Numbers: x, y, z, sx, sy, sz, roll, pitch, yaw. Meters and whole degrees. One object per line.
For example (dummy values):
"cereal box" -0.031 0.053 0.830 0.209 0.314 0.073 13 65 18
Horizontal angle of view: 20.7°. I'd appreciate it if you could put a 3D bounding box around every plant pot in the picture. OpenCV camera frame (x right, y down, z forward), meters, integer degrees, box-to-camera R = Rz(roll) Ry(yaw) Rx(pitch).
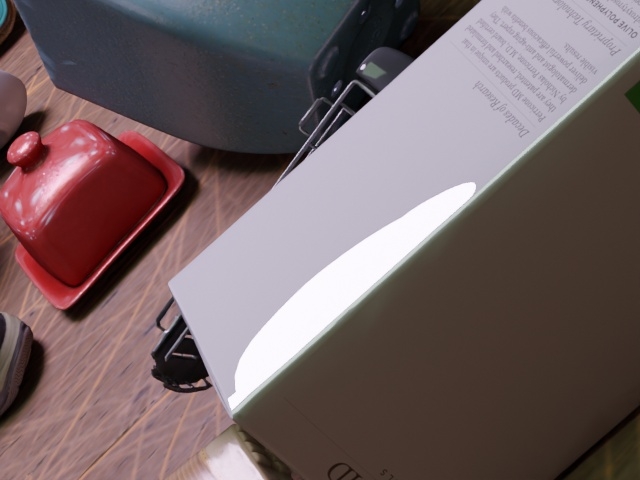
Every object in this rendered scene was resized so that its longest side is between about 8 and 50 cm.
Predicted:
"plant pot" -0.063 -0.210 1.367 0.252 0.247 0.248 30 73 17

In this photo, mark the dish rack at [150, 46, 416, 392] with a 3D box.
"dish rack" 0.000 0.000 1.154 0.074 0.208 0.271 38 93 14

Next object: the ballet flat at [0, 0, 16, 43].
"ballet flat" -0.476 -0.168 1.954 0.342 0.116 0.124 -47 12 -4

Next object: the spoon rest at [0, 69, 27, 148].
"spoon rest" -0.374 -0.134 1.676 0.137 0.276 0.084 -32 75 8

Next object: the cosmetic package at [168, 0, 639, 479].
"cosmetic package" 0.118 -0.006 1.002 0.365 0.197 0.155 -44 33 5

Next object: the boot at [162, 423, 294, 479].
"boot" -0.067 0.248 1.056 0.207 0.090 0.248 -53 32 11

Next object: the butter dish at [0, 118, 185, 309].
"butter dish" -0.218 -0.046 1.499 0.160 0.118 0.160 -47 33 -4

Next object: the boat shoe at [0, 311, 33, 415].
"boat shoe" -0.407 0.129 1.502 0.355 0.130 0.132 -29 35 23
